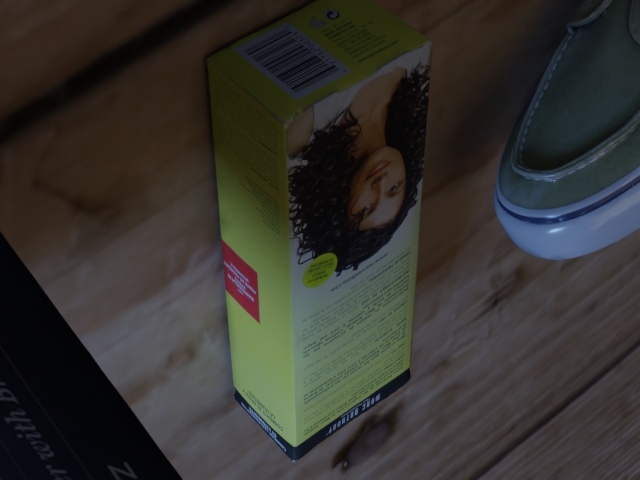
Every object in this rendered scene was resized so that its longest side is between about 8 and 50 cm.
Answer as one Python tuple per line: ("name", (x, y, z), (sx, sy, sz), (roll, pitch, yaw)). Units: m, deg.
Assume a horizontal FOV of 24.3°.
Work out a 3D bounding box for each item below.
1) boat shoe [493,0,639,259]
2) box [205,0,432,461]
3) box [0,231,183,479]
("boat shoe", (0.182, -0.126, 0.777), (0.302, 0.109, 0.094), (-52, 134, -13))
("box", (0.000, 0.000, 0.704), (0.087, 0.058, 0.232), (-32, 145, -26))
("box", (-0.191, 0.115, 0.346), (0.294, 0.296, 0.182), (-14, 142, -44))
